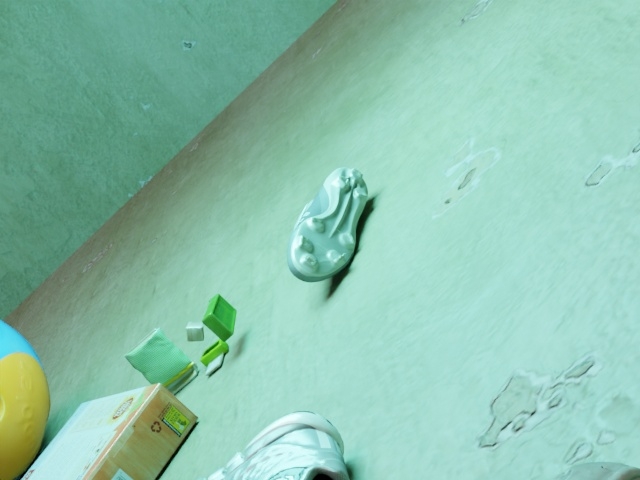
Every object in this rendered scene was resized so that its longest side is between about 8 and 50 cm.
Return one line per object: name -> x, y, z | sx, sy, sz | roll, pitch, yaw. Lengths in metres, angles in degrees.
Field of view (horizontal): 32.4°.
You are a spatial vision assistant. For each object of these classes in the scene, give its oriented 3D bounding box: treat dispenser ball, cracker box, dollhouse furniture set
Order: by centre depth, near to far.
cracker box -> -0.251, 0.250, 1.239 | 0.232, 0.067, 0.156 | -20, 29, 54
dollhouse furniture set -> -0.161, 0.132, 1.291 | 0.151, 0.076, 0.058 | -39, 16, 18
treat dispenser ball -> -0.533, 0.239, 1.570 | 0.288, 0.288, 0.288 | -41, 16, 15

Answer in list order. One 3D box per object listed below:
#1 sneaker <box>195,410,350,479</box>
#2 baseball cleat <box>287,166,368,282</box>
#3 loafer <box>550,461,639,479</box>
sneaker -> -0.068, 0.228, 0.808 | 0.228, 0.086, 0.132 | -44, 18, 1
baseball cleat -> 0.000, 0.000, 1.262 | 0.109, 0.072, 0.206 | -50, 5, 39
loafer -> 0.045, 0.228, 0.470 | 0.319, 0.112, 0.111 | -51, 25, -17
